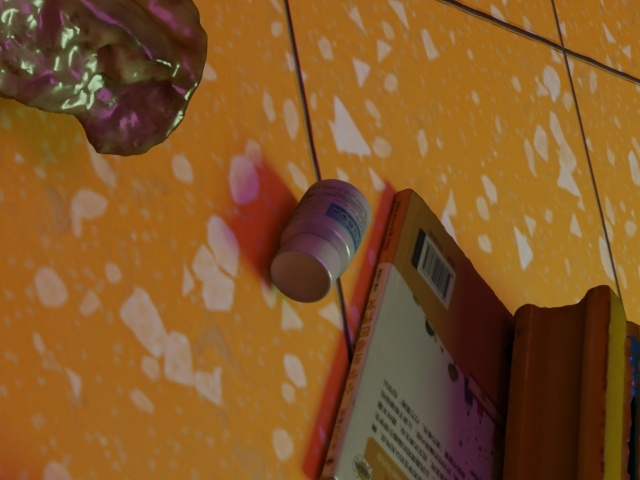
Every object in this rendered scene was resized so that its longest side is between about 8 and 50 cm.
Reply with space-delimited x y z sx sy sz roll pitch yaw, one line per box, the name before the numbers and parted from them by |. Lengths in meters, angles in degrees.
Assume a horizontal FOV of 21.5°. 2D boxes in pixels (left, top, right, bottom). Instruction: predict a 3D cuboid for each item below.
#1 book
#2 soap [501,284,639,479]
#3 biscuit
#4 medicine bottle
book | 0.092 0.127 1.269 0.208 0.020 0.295 51 36 -29
soap | 0.223 0.222 1.317 0.204 0.096 0.324 46 40 -38
biscuit | -0.179 -0.175 0.943 0.274 0.091 0.213 34 36 -37
medicine bottle | 0.000 0.000 1.165 0.052 0.052 0.089 57 35 -22
